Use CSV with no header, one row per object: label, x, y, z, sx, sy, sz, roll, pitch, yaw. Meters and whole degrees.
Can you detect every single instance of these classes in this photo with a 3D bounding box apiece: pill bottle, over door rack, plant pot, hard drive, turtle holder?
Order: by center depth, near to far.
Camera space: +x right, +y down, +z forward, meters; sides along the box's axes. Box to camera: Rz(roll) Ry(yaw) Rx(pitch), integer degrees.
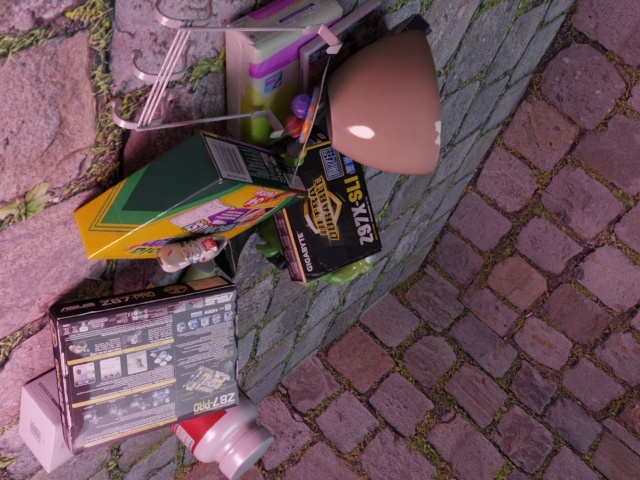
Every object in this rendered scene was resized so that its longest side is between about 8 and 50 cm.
over door rack,-0.164,-0.288,1.095,0.324,0.108,0.239,-4,149,-38
plant pot,0.108,-0.262,1.297,0.191,0.284,0.284,-7,154,-3
hard drive,0.099,-0.375,1.543,0.339,0.064,0.237,-47,-167,-1
turtle holder,-0.009,-0.004,1.813,0.227,0.320,0.243,-51,169,7
pill bottle,-0.340,0.506,1.963,0.229,0.408,0.229,-43,162,-18

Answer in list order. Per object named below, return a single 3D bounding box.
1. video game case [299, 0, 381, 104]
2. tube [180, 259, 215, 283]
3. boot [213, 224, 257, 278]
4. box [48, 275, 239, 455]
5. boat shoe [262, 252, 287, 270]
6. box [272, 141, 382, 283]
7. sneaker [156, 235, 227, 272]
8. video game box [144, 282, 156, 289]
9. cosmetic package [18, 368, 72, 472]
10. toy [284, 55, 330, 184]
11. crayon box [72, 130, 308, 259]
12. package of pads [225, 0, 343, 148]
video game case,0.037,-0.365,1.311,0.201,0.023,0.183,-40,161,-19
tube,-0.351,0.139,1.750,0.070,0.062,0.240,18,130,-23
boot,-0.219,0.013,1.773,0.137,0.077,0.198,-46,164,-25
box,-0.376,0.266,1.459,0.395,0.097,0.318,-10,108,-31
boat shoe,-0.096,0.036,2.080,0.183,0.083,0.065,-30,155,-44
box,0.005,-0.083,1.662,0.257,0.322,0.079,-22,-168,-32
sneaker,-0.248,0.016,1.288,0.075,0.057,0.161,-30,172,30
video game box,-0.408,0.239,1.583,0.187,0.205,0.048,-43,176,-12
cosmetic package,-0.594,0.404,1.599,0.225,0.138,0.224,-28,154,-44
toy,-0.039,-0.233,1.278,0.237,0.056,0.136,108,-7,-56
crayon box,-0.241,-0.072,1.302,0.313,0.106,0.363,-29,168,20
package of pads,-0.076,-0.341,1.310,0.229,0.101,0.296,-37,160,-27
